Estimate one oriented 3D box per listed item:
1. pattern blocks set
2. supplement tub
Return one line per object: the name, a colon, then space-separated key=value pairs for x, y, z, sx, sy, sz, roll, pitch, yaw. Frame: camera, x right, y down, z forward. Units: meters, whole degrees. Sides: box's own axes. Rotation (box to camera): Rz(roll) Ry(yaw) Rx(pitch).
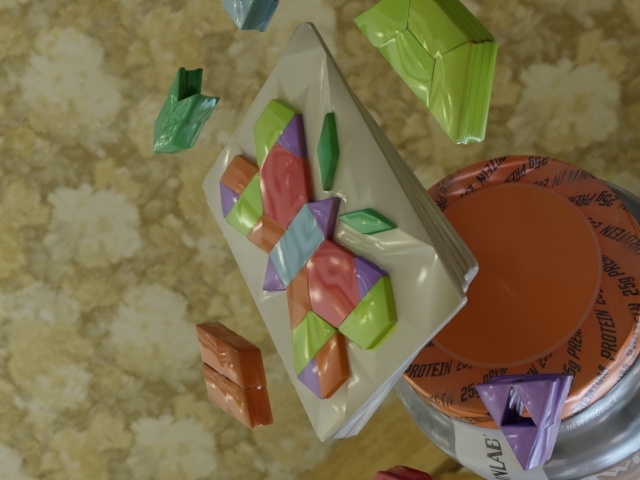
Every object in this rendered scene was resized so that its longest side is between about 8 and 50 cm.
pattern blocks set: x=0.000 y=0.000 z=0.556 sx=0.026 sy=0.285 sz=0.325 roll=-6 pitch=-138 yaw=-38
supplement tub: x=0.163 y=0.078 z=0.723 sx=0.316 sy=0.194 sz=0.193 roll=40 pitch=-162 yaw=-56
